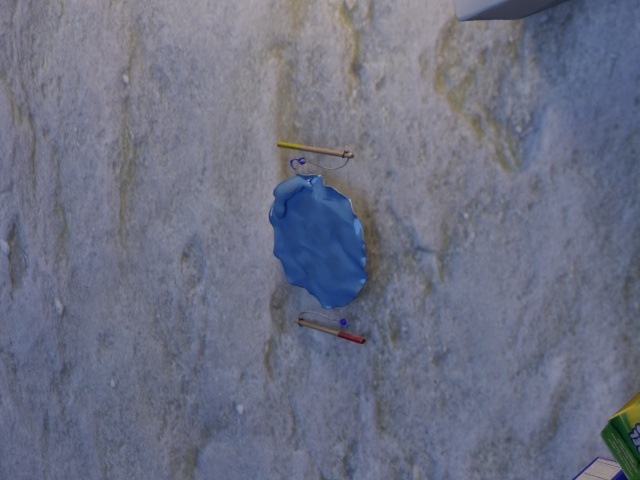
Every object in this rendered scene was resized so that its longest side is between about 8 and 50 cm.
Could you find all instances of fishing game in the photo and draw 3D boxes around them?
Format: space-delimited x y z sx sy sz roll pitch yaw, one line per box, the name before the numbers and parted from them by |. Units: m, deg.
fishing game | 0.000 0.000 1.115 0.189 0.041 0.264 9 112 46

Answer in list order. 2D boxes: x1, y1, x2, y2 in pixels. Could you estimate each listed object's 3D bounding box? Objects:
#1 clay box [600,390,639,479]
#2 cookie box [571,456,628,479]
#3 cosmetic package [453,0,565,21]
clay box | 0.338 0.176 0.750 0.053 0.222 0.127 -42 74 38
cookie box | 0.287 0.293 0.899 0.040 0.107 0.092 11 107 39
cosmetic package | 0.219 -0.346 0.774 0.224 0.138 0.225 -14 93 41
